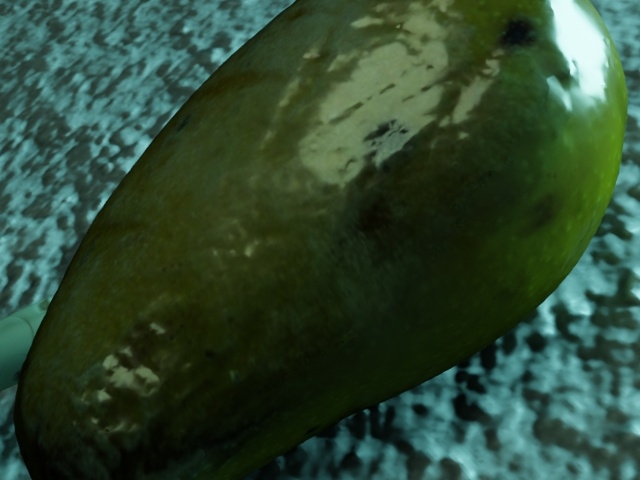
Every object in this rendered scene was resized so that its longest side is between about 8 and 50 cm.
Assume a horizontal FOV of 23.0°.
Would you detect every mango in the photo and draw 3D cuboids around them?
[{"bbox_3d":[0.000,-0.002,0.719,0.329,0.175,0.176,-42,9,0],"label":"mango"}]

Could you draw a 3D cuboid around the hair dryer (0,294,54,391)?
[{"bbox_3d":[-0.128,0.016,0.768,0.237,0.206,0.075,-15,46,-43],"label":"hair dryer"}]
